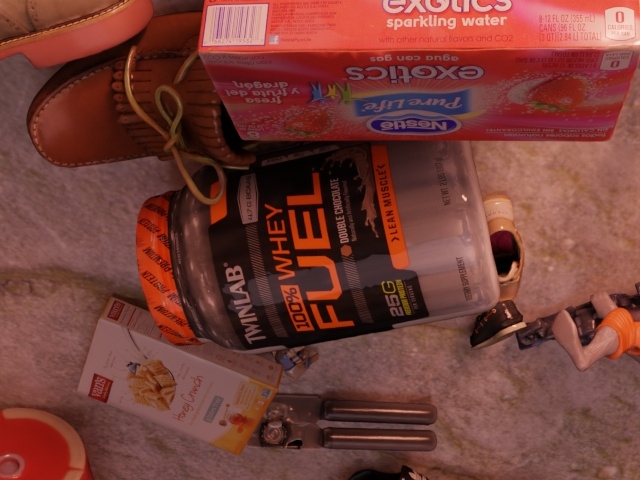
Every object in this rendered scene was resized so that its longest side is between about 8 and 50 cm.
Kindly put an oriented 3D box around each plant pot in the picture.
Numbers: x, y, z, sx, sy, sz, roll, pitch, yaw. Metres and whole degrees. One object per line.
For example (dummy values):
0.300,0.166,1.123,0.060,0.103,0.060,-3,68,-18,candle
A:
-0.437,0.390,1.290,0.274,0.275,0.243,7,127,-8,plant pot

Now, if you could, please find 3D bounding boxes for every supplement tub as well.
0.000,0.000,0.925,0.338,0.207,0.207,-12,134,11,supplement tub

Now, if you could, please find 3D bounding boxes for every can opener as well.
0.023,0.265,1.304,0.283,0.076,0.095,3,167,-5,can opener

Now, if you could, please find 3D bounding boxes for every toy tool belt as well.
-0.037,0.144,1.187,0.051,0.052,0.083,-34,131,-4,toy tool belt

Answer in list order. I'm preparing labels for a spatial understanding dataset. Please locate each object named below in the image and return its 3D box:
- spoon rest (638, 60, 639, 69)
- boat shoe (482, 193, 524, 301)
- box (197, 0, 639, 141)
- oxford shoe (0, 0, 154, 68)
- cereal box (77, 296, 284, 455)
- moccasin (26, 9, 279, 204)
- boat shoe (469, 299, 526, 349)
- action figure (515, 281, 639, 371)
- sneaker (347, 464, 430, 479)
0.252,-0.192,0.828,0.276,0.084,0.137,38,146,-23,spoon rest
0.206,0.024,1.055,0.063,0.059,0.170,-12,136,9,boat shoe
0.075,-0.171,0.681,0.299,0.154,0.142,0,161,9,box
-0.329,-0.208,0.783,0.348,0.123,0.130,-15,129,1,oxford shoe
-0.187,0.182,1.183,0.240,0.047,0.173,22,133,-6,cereal box
-0.091,-0.127,0.836,0.380,0.147,0.139,-6,135,5,moccasin
0.218,0.108,1.141,0.049,0.042,0.133,-19,164,-15,boat shoe
0.384,0.128,1.053,0.341,0.179,0.330,-23,163,30,action figure
0.052,0.427,1.440,0.302,0.108,0.121,-27,114,27,sneaker
